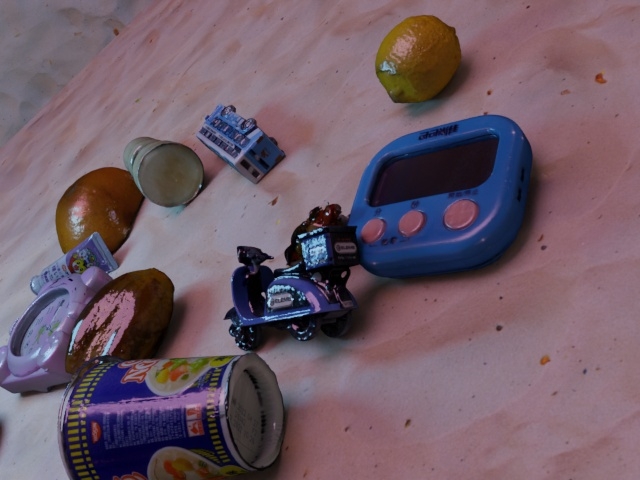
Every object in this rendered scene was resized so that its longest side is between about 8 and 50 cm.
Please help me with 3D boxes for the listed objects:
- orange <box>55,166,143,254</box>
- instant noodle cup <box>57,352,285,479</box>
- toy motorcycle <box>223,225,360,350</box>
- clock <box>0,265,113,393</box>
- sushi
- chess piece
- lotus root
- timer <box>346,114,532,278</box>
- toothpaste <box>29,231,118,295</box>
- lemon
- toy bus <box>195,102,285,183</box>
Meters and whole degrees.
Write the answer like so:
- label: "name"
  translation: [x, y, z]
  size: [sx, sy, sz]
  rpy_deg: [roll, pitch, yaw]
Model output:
- label: "orange"
  translation: [-0.642, -0.068, 2.237]
  size: [0.274, 0.274, 0.310]
  rpy_deg: [-12, 77, 36]
- label: "instant noodle cup"
  translation: [-0.240, 0.316, 1.332]
  size: [0.312, 0.284, 0.284]
  rpy_deg: [-13, 44, 23]
- label: "toy motorcycle"
  translation: [-0.069, 0.090, 1.450]
  size: [0.359, 0.125, 0.212]
  rpy_deg: [-16, 78, 44]
- label: "clock"
  translation: [-0.670, 0.222, 1.944]
  size: [0.296, 0.113, 0.322]
  rpy_deg: [-16, 42, 33]
- label: "sushi"
  translation: [0.003, -0.001, 1.514]
  size: [0.103, 0.097, 0.226]
  rpy_deg: [-27, -15, -31]
- label: "chess piece"
  translation: [-0.459, -0.213, 2.153]
  size: [0.182, 0.182, 0.330]
  rpy_deg: [-47, 30, -6]
- label: "lotus root"
  translation: [-0.435, 0.194, 1.712]
  size: [0.193, 0.193, 0.291]
  rpy_deg: [5, 59, 46]
- label: "timer"
  translation: [0.216, -0.077, 1.399]
  size: [0.340, 0.115, 0.309]
  rpy_deg: [-10, 50, 37]
- label: "toothpaste"
  translation: [-0.688, 0.079, 2.130]
  size: [0.299, 0.114, 0.073]
  rpy_deg: [-24, 8, 30]
- label: "lemon"
  translation: [0.213, -0.396, 1.681]
  size: [0.193, 0.181, 0.180]
  rpy_deg: [-45, 32, 26]
- label: "toy bus"
  translation: [-0.213, -0.259, 2.011]
  size: [0.131, 0.106, 0.297]
  rpy_deg: [-49, 37, -2]
